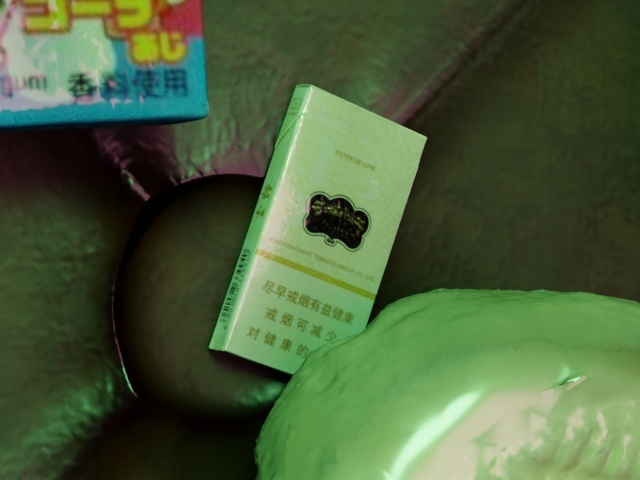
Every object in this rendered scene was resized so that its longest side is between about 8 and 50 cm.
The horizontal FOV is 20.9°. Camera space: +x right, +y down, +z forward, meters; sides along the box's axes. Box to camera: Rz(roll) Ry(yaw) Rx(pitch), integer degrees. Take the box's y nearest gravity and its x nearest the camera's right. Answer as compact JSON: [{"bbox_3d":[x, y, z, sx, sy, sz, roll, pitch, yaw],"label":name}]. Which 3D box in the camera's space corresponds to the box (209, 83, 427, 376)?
[{"bbox_3d":[0.000,0.000,1.039,0.090,0.024,0.167,22,82,-29],"label":"box"}]

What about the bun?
[{"bbox_3d":[0.113,0.188,1.008,0.360,0.211,0.359,-2,96,-22],"label":"bun"}]

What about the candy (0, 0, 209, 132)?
[{"bbox_3d":[-0.153,-0.209,0.904,0.157,0.100,0.305,-5,94,-28],"label":"candy"}]
